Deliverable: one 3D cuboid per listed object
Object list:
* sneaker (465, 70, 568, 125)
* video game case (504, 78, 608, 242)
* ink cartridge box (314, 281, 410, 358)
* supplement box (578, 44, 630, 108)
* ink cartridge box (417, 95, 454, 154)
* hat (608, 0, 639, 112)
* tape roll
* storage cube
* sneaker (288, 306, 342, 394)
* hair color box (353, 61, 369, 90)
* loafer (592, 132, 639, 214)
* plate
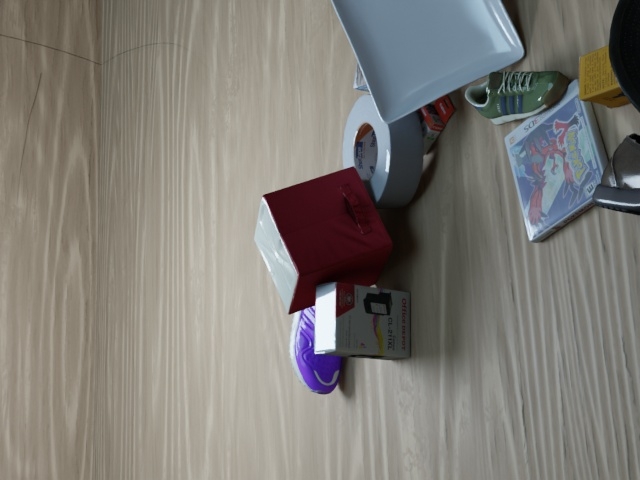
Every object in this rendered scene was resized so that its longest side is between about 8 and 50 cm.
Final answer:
[{"bbox_3d":[0.311,-0.245,1.772,0.192,0.086,0.064,-19,45,61],"label":"sneaker"},{"bbox_3d":[0.375,-0.124,1.719,0.183,0.023,0.201,-42,49,48],"label":"video game case"},{"bbox_3d":[0.080,0.151,2.001,0.072,0.175,0.128,-17,69,54],"label":"ink cartridge box"},{"bbox_3d":[0.473,-0.255,1.533,0.233,0.078,0.080,-20,66,56],"label":"supplement box"},{"bbox_3d":[0.202,-0.223,2.026,0.115,0.029,0.063,-58,38,36],"label":"ink cartridge box"},{"bbox_3d":[0.519,-0.218,1.337,0.134,0.331,0.332,59,-149,-75],"label":"hat"},{"bbox_3d":[0.117,-0.170,2.076,0.219,0.072,0.219,178,90,-67],"label":"tape roll"},{"bbox_3d":[0.000,0.000,2.062,0.215,0.193,0.184,106,142,-63],"label":"storage cube"},{"bbox_3d":[0.015,0.158,2.177,0.146,0.102,0.294,-24,63,54],"label":"sneaker"},{"bbox_3d":[0.154,-0.454,2.046,0.174,0.105,0.347,-162,81,-79],"label":"hair color box"},{"bbox_3d":[0.494,-0.086,1.399,0.366,0.133,0.130,15,96,59],"label":"loafer"},{"bbox_3d":[0.186,-0.383,1.907,0.277,0.045,0.278,-25,81,19],"label":"plate"}]
